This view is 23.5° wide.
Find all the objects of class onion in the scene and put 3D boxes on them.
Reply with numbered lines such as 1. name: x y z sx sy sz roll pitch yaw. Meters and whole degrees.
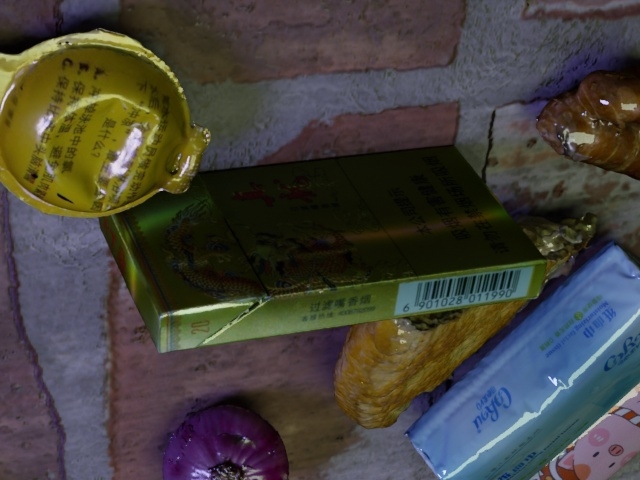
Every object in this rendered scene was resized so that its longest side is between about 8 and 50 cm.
1. onion: -0.083 0.202 1.369 0.115 0.115 0.104 -35 177 3

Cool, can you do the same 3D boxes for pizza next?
1. pizza: 0.125 0.053 1.342 0.287 0.075 0.280 -33 163 -24

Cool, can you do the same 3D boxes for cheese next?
1. cheese: -0.201 -0.090 1.094 0.250 0.064 0.157 15 118 -23

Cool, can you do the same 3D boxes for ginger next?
1. ginger: 0.263 -0.107 1.303 0.162 0.073 0.103 15 132 -41

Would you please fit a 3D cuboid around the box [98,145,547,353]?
1. box: 0.000 0.000 1.188 0.311 0.173 0.043 -7 127 -21

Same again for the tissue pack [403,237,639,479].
1. tissue pack: 0.220 0.128 1.426 0.263 0.089 0.177 -45 152 11

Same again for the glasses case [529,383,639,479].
1. glasses case: 0.277 0.188 1.543 0.267 0.067 0.103 -46 130 13
